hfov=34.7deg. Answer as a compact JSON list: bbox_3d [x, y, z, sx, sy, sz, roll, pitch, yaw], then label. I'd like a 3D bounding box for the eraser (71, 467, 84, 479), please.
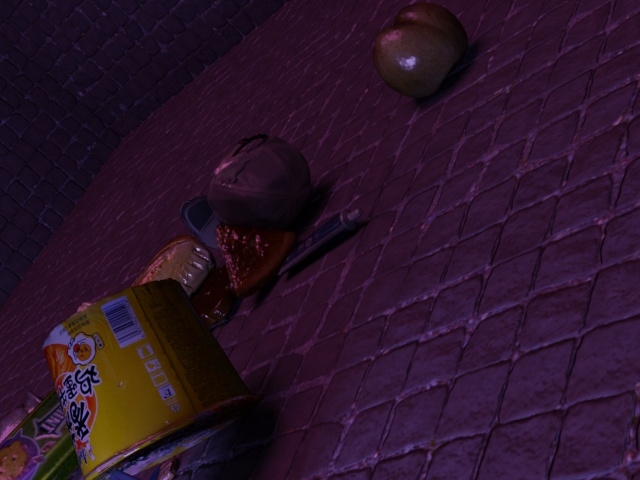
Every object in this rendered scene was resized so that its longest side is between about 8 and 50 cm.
[{"bbox_3d":[-0.374,0.386,1.705,0.105,0.026,0.065,-24,32,51],"label":"eraser"}]

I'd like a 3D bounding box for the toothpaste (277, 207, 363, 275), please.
[{"bbox_3d":[0.000,0.000,1.634,0.197,0.035,0.057,-36,16,39],"label":"toothpaste"}]

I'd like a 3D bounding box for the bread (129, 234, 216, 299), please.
[{"bbox_3d":[-0.297,0.098,1.933,0.236,0.106,0.140,-53,-3,-10],"label":"bread"}]

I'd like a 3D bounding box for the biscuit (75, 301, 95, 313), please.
[{"bbox_3d":[-0.359,0.157,1.838,0.188,0.052,0.056,14,79,24],"label":"biscuit"}]

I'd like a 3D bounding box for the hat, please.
[{"bbox_3d":[-0.121,-0.066,1.852,0.232,0.161,0.275,-24,-20,-37],"label":"hat"}]

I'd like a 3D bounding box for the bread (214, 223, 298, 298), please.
[{"bbox_3d":[-0.101,0.020,1.744,0.135,0.054,0.154,-22,57,-7],"label":"bread"}]

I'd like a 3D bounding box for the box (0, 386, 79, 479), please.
[{"bbox_3d":[-0.442,0.322,1.755,0.134,0.097,0.345,18,52,36],"label":"box"}]

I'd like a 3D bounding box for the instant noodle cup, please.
[{"bbox_3d":[-0.239,0.186,1.362,0.264,0.200,0.264,-28,-12,-7],"label":"instant noodle cup"}]

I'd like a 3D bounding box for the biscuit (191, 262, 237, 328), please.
[{"bbox_3d":[-0.196,0.112,1.834,0.236,0.039,0.180,-46,21,9],"label":"biscuit"}]

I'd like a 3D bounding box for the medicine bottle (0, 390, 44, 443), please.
[{"bbox_3d":[-0.522,0.368,1.876,0.143,0.147,0.147,-50,19,-17],"label":"medicine bottle"}]

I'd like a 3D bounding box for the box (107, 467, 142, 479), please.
[{"bbox_3d":[-0.169,0.343,1.158,0.083,0.142,0.232,-56,21,-21],"label":"box"}]

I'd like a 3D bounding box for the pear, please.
[{"bbox_3d":[0.168,-0.328,1.750,0.167,0.136,0.167,-53,2,2],"label":"pear"}]

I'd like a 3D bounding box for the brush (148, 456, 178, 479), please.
[{"bbox_3d":[-0.268,0.376,1.510,0.164,0.014,0.051,-41,18,21],"label":"brush"}]
